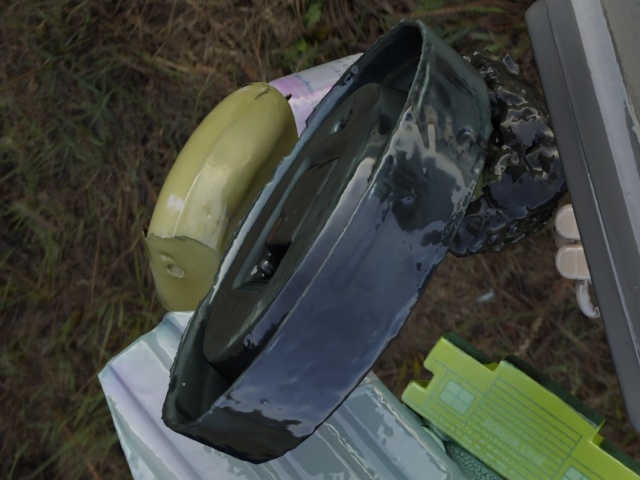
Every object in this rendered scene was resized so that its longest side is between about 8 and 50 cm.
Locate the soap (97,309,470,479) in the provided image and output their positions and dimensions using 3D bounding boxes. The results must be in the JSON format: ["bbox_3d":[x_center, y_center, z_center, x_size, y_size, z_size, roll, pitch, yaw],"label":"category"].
[{"bbox_3d":[-0.012,0.202,0.812,0.208,0.115,0.347,-40,77,-10],"label":"soap"}]

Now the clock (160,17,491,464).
[{"bbox_3d":[0.000,0.000,0.640,0.055,0.280,0.280,32,106,-13],"label":"clock"}]

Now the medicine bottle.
[{"bbox_3d":[-0.015,-0.182,1.640,0.254,0.152,0.152,-23,113,-21],"label":"medicine bottle"}]

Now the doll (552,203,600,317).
[{"bbox_3d":[0.351,-0.012,1.312,0.119,0.278,0.154,2,108,31],"label":"doll"}]

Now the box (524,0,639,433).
[{"bbox_3d":[0.184,-0.023,0.581,0.103,0.055,0.244,-4,76,-32],"label":"box"}]

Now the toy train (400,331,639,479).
[{"bbox_3d":[0.289,0.329,1.641,0.442,0.179,0.272,35,94,19],"label":"toy train"}]

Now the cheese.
[{"bbox_3d":[-0.111,-0.063,1.367,0.128,0.316,0.259,20,146,3],"label":"cheese"}]

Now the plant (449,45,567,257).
[{"bbox_3d":[0.173,-0.107,1.240,0.213,0.312,0.215,-37,70,8],"label":"plant"}]
